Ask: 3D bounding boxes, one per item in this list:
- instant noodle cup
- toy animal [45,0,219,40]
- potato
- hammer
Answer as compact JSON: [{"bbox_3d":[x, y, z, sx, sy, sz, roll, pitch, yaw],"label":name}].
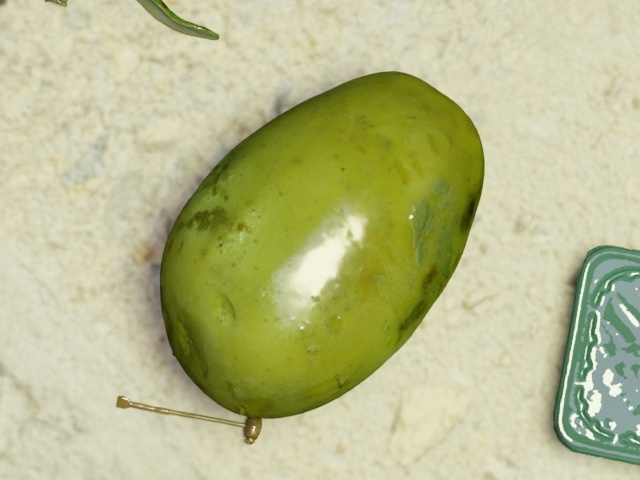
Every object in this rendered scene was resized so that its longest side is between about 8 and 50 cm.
[{"bbox_3d":[0.278,0.101,1.652,0.157,0.070,0.179,12,86,-4],"label":"instant noodle cup"},{"bbox_3d":[-0.188,-0.215,1.636,0.217,0.041,0.075,41,82,-7],"label":"toy animal"},{"bbox_3d":[0.000,0.000,1.558,0.216,0.216,0.304,38,88,-3],"label":"potato"},{"bbox_3d":[-0.110,0.146,1.635,0.123,0.014,0.029,11,77,-3],"label":"hammer"}]
